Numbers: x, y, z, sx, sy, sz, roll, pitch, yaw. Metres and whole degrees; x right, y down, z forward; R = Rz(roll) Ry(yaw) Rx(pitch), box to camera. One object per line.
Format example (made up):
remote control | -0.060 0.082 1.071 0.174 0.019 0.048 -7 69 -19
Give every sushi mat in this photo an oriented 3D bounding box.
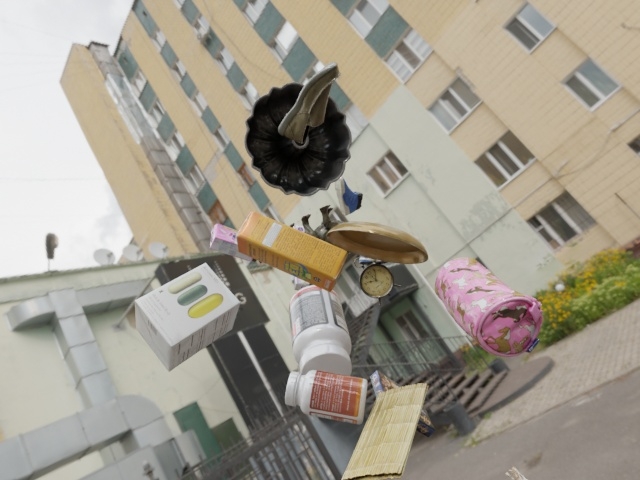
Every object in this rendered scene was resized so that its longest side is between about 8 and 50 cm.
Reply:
sushi mat | 0.169 0.462 1.054 0.151 0.019 0.316 -24 7 29

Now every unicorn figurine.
unicorn figurine | 0.641 0.756 1.317 0.162 0.111 0.060 26 -88 -36

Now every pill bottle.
pill bottle | -0.003 0.344 1.560 0.210 0.363 0.210 -3 -60 -6
pill bottle | 0.017 0.427 1.188 0.216 0.121 0.121 8 -18 8

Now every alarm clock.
alarm clock | 0.200 0.140 1.622 0.129 0.192 0.064 -42 -9 1

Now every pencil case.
pencil case | 0.430 0.159 1.145 0.386 0.167 0.160 -99 25 -78

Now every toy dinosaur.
toy dinosaur | 0.000 0.000 1.219 0.314 0.160 0.121 -24 -4 -8

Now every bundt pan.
bundt pan | -0.078 -0.293 1.295 0.331 0.330 0.124 -27 11 -17

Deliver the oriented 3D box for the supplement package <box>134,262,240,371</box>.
supplement package | -0.445 0.252 1.433 0.263 0.199 0.198 -32 -21 -38

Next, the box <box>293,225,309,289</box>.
box | -0.095 0.078 2.002 0.063 0.324 0.067 4 -36 -13

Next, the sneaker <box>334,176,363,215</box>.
sneaker | 0.105 -0.169 1.523 0.085 0.058 0.152 -24 -61 -17

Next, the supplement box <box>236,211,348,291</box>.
supplement box | -0.063 0.025 0.938 0.078 0.233 0.080 101 -169 -60

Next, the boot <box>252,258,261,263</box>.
boot | -0.281 0.078 1.921 0.037 0.114 0.106 -23 -51 -23

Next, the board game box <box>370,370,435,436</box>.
board game box | 0.300 0.601 1.585 0.042 0.243 0.165 -50 18 12

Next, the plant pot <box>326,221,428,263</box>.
plant pot | 0.131 0.004 0.981 0.236 0.236 0.032 55 -132 -71

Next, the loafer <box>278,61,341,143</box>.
loafer | -0.015 -0.345 1.098 0.251 0.087 0.094 -43 9 47

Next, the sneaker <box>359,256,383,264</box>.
sneaker | 0.210 0.056 1.600 0.135 0.058 0.052 0 -16 -15

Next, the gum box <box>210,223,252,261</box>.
gum box | -0.360 0.007 1.761 0.188 0.107 0.062 20 -63 -20
